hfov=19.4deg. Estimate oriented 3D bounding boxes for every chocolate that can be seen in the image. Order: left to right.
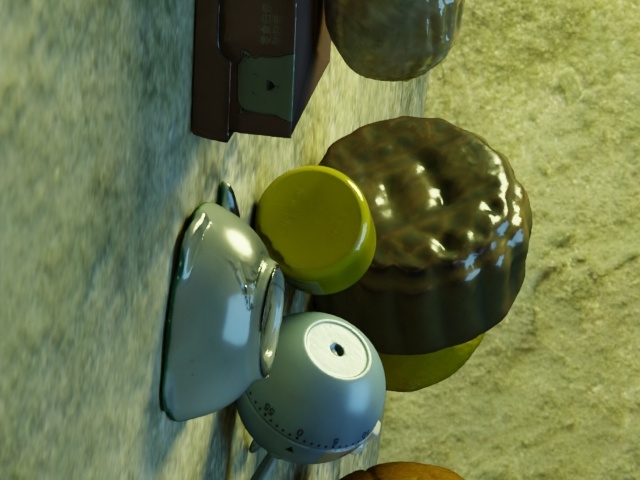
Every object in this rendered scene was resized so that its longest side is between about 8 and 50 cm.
[{"bbox_3d":[0.064,-0.273,1.570,0.134,0.134,0.309,-71,170,-57],"label":"chocolate"}]

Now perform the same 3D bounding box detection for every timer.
[{"bbox_3d":[-0.013,0.190,1.969,0.175,0.175,0.255,-74,170,-48],"label":"timer"}]

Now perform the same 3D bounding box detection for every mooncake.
[{"bbox_3d":[0.116,-0.014,2.271,0.161,0.290,0.290,83,16,-51],"label":"mooncake"}]

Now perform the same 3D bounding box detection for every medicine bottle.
[{"bbox_3d":[0.000,0.000,2.012,0.212,0.122,0.121,66,33,-77],"label":"medicine bottle"}]

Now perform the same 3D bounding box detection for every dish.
[{"bbox_3d":[-0.076,0.057,1.662,0.246,0.078,0.224,-75,169,-44],"label":"dish"}]

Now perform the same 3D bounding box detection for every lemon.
[{"bbox_3d":[0.107,0.095,2.520,0.219,0.240,0.240,107,-3,-54],"label":"lemon"}]

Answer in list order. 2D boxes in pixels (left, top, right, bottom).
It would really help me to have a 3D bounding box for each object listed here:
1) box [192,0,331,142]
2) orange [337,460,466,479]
[{"bbox_3d":[-0.043,-0.218,1.607,0.215,0.086,0.215,-67,163,-63],"label":"box"},{"bbox_3d":[0.104,0.466,2.591,0.357,0.322,0.322,112,-12,-74],"label":"orange"}]
